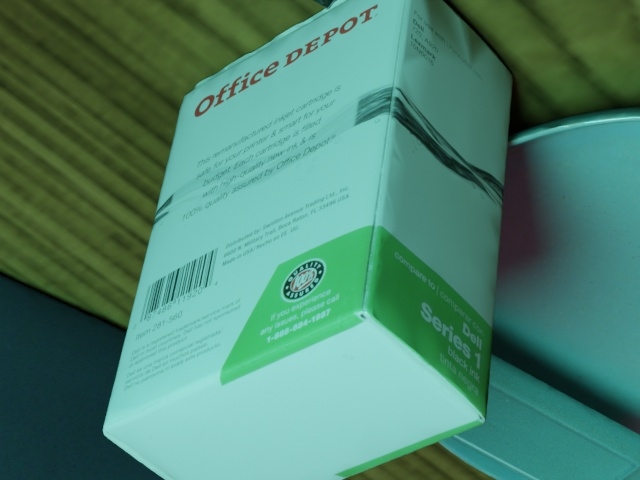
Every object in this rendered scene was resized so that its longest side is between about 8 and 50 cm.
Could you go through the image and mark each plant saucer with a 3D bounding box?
[{"bbox_3d":[0.091,0.092,1.077,0.192,0.018,0.067,30,134,-16],"label":"plant saucer"},{"bbox_3d":[0.184,0.040,1.043,0.318,0.043,0.317,7,137,6],"label":"plant saucer"}]

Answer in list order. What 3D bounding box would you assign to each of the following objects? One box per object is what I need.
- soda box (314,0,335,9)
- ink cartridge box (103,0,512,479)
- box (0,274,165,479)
[{"bbox_3d":[0.004,-0.172,0.774,0.060,0.169,0.053,28,134,-15],"label":"soda box"},{"bbox_3d":[0.000,0.000,0.919,0.160,0.219,0.092,-26,128,34],"label":"ink cartridge box"},{"bbox_3d":[-0.246,0.187,1.197,0.312,0.179,0.343,26,135,-11],"label":"box"}]
